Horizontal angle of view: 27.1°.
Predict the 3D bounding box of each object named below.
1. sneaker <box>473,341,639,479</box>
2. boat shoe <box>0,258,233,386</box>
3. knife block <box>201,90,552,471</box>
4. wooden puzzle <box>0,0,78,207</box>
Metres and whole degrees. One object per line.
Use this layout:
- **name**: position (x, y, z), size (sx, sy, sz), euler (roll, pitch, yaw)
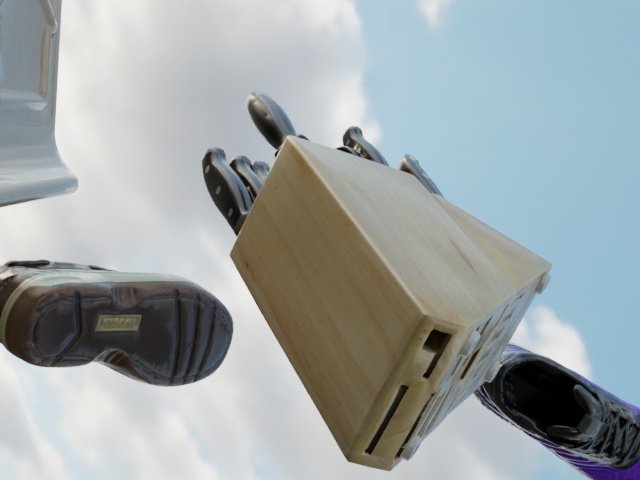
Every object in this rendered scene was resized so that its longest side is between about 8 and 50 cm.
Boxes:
- **sneaker**: position (0.302, 0.212, 1.496), size (0.293, 0.102, 0.146), euler (27, -4, -1)
- **boat shoe**: position (-0.175, 0.057, 1.087), size (0.095, 0.257, 0.095), euler (22, -89, 34)
- **knife block**: position (0.000, 0.000, 0.767), size (0.242, 0.276, 0.088), euler (31, -71, 15)
- **wooden puzzle**: position (-0.216, -0.193, 0.758), size (0.322, 0.081, 0.347), euler (-49, 139, -83)
